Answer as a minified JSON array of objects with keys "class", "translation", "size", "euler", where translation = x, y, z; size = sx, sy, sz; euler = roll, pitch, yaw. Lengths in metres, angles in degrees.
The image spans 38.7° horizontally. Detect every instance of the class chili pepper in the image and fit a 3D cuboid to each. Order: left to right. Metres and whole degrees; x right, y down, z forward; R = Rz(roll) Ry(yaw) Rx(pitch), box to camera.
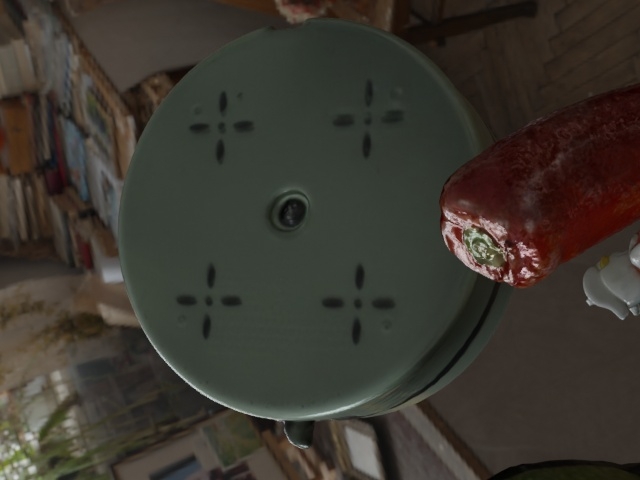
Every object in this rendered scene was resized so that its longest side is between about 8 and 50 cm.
[{"class":"chili pepper","translation":[0.115,-0.025,0.417],"size":[0.070,0.123,0.073],"euler":[69,167,-13]}]

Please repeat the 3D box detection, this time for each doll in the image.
[{"class":"doll","translation":[0.540,-0.014,1.356],"size":[0.384,0.188,0.099],"euler":[-50,61,33]}]

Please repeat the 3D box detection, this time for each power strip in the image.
[{"class":"power strip","translation":[0.000,0.000,0.803],"size":[0.357,0.357,0.161],"euler":[65,-165,19]}]

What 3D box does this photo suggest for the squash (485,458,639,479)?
[{"class":"squash","translation":[0.194,0.334,0.547],"size":[0.309,0.310,0.310],"euler":[-107,7,-79]}]
